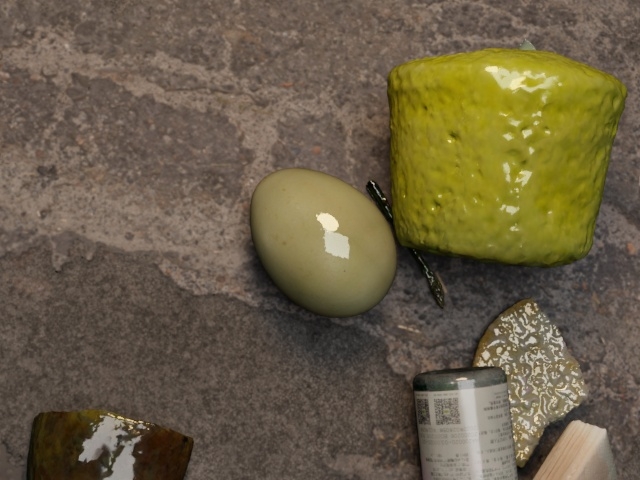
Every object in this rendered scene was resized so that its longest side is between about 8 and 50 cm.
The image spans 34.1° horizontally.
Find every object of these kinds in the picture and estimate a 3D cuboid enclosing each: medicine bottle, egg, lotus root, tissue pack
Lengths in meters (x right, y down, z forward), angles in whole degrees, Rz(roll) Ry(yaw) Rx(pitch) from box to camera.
[{"bbox_3d":[0.217,0.336,1.528,0.141,0.141,0.293,-4,85,-11],"label":"medicine bottle"},{"bbox_3d":[0.000,0.000,1.546,0.188,0.188,0.253,-42,77,-15],"label":"egg"},{"bbox_3d":[-0.301,0.309,1.466,0.234,0.138,0.119,7,67,-3],"label":"lotus root"},{"bbox_3d":[0.323,0.427,1.484,0.325,0.071,0.170,-47,134,-33],"label":"tissue pack"}]

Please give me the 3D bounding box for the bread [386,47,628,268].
[{"bbox_3d":[0.270,-0.120,1.542,0.348,0.348,0.308,0,94,-10],"label":"bread"}]

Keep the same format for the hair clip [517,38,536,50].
[{"bbox_3d":[0.308,-0.240,1.729,0.060,0.033,0.188,35,86,-6],"label":"hair clip"}]

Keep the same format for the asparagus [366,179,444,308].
[{"bbox_3d":[0.138,0.005,1.653,0.023,0.022,0.233,-33,85,21],"label":"asparagus"}]

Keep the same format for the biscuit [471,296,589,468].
[{"bbox_3d":[0.325,0.221,1.631,0.188,0.040,0.266,13,78,-7],"label":"biscuit"}]
